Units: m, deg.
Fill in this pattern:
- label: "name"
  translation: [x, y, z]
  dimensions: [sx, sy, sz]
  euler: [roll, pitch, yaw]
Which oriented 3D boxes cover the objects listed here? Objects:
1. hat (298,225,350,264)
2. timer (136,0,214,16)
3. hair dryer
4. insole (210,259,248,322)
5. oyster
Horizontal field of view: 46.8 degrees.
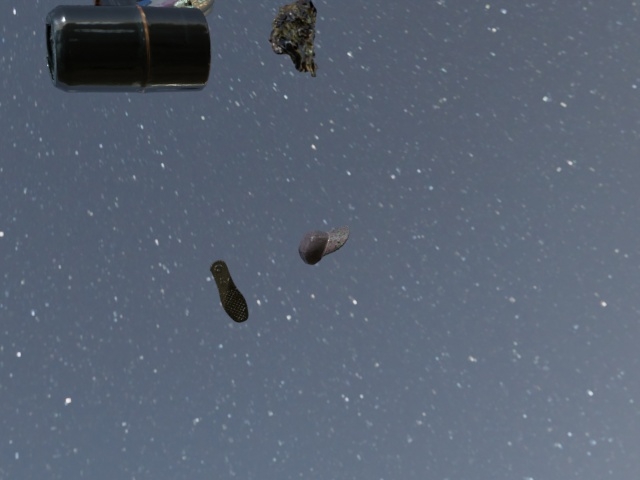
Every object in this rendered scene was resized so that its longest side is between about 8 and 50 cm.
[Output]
- label: "hat"
  translation: [0.001, -0.003, 1.110]
  dimensions: [0.087, 0.058, 0.042]
  euler: [-41, -69, -8]
- label: "timer"
  translation: [-0.279, -0.356, 1.181]
  dimensions: [0.190, 0.209, 0.069]
  euler: [-53, -49, -44]
- label: "hair dryer"
  translation: [-0.289, -0.310, 0.990]
  dimensions: [0.189, 0.352, 0.107]
  euler: [-7, -49, -26]
- label: "insole"
  translation: [-0.174, 0.096, 1.403]
  dimensions: [0.045, 0.135, 0.002]
  euler: [-22, -21, -10]
- label: "oyster"
  translation: [-0.029, -0.259, 0.909]
  dimensions: [0.029, 0.132, 0.086]
  euler: [-30, -28, 34]
